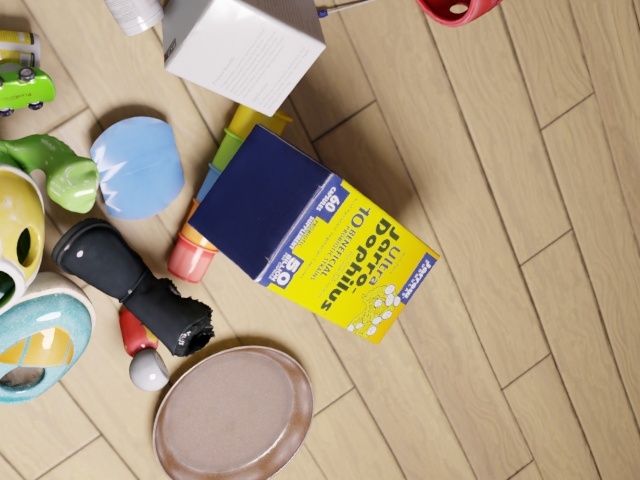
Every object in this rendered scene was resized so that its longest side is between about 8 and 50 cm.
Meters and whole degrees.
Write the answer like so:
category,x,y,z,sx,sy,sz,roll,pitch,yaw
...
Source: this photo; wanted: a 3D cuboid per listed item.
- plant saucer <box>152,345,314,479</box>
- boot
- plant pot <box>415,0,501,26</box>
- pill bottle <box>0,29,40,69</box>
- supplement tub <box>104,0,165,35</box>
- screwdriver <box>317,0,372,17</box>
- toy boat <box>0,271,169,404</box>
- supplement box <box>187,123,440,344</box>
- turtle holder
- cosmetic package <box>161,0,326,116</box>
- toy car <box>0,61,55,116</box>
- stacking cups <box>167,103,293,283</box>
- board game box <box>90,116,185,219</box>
category,x,y,z,sx,sy,sz,roll,pitch,yaw
plant saucer,-0.160,0.325,1.589,0.310,0.050,0.311,-10,113,-24
boot,-0.264,0.076,1.288,0.094,0.207,0.246,-50,162,-6
plant pot,0.247,-0.468,1.405,0.174,0.191,0.191,-34,121,-21
pill bottle,-0.451,-0.260,1.200,0.116,0.065,0.065,1,109,-27
supplement tub,-0.279,-0.357,1.246,0.071,0.071,0.107,-34,121,-11
screwdriver,0.023,-0.376,1.419,0.170,0.025,0.024,-19,117,-18
toy boat,-0.383,0.166,1.326,0.318,0.148,0.267,5,136,-39
supplement box,0.000,0.000,1.398,0.194,0.195,0.356,-55,141,2
turtle holder,-0.463,-0.012,1.164,0.320,0.227,0.243,-14,142,-29
cosmetic package,-0.116,-0.309,1.270,0.183,0.151,0.151,21,129,-31
toy car,-0.474,-0.196,1.170,0.225,0.053,0.239,-14,144,-11
stacking cups,-0.156,-0.081,1.417,0.096,0.096,0.316,21,104,-31
board game box,-0.289,-0.117,1.361,0.133,0.033,0.169,-24,124,-23
